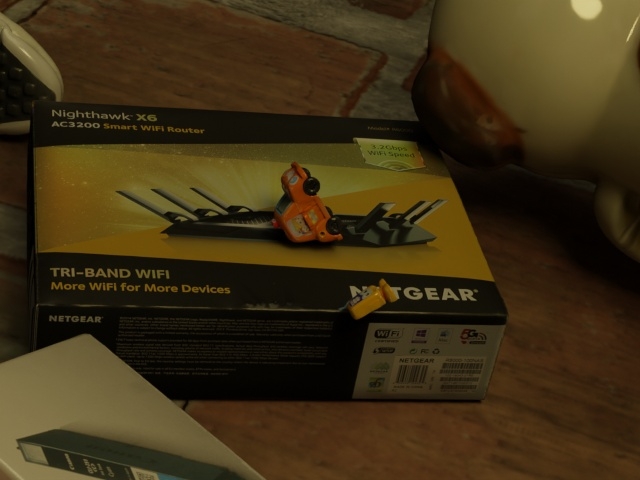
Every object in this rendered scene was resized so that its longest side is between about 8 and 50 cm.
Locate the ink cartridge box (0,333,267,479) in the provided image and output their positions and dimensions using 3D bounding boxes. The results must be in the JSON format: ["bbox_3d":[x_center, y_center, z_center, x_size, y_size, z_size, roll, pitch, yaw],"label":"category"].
[{"bbox_3d":[-0.098,0.182,0.722,0.296,0.066,0.261,36,26,18],"label":"ink cartridge box"}]

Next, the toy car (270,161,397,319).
[{"bbox_3d":[0.000,0.000,0.963,0.040,0.060,0.122,-31,38,-3],"label":"toy car"}]

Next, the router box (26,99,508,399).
[{"bbox_3d":[-0.049,0.003,1.061,0.308,0.081,0.243,2,36,-14],"label":"router box"}]

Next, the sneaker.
[{"bbox_3d":[-0.308,-0.179,1.235,0.292,0.110,0.118,30,30,24],"label":"sneaker"}]

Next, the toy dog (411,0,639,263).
[{"bbox_3d":[0.264,-0.099,1.072,0.407,0.285,0.395,23,6,31],"label":"toy dog"}]
